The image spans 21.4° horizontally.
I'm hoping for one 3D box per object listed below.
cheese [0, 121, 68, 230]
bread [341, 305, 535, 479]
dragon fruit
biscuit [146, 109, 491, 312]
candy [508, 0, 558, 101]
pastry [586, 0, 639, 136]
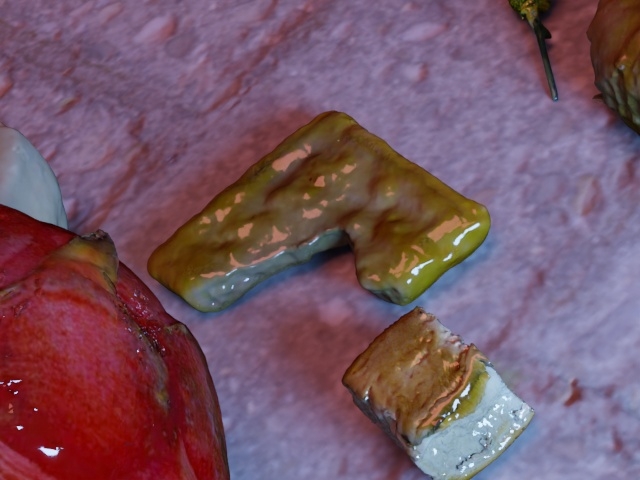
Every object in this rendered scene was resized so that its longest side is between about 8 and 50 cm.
[{"bbox_3d":[-0.327,0.031,1.147,0.318,0.115,0.326,-15,44,12],"label":"cheese"},{"bbox_3d":[0.066,0.089,0.944,0.070,0.076,0.083,-45,46,-3],"label":"bread"},{"bbox_3d":[-0.187,0.127,0.883,0.296,0.295,0.301,-23,31,4],"label":"dragon fruit"},{"bbox_3d":[0.000,0.000,1.080,0.174,0.039,0.183,-41,45,-17],"label":"biscuit"},{"bbox_3d":[0.151,-0.143,1.154,0.035,0.035,0.123,-5,53,-3],"label":"candy"},{"bbox_3d":[0.267,-0.126,1.035,0.182,0.093,0.192,-39,45,-17],"label":"pastry"}]
